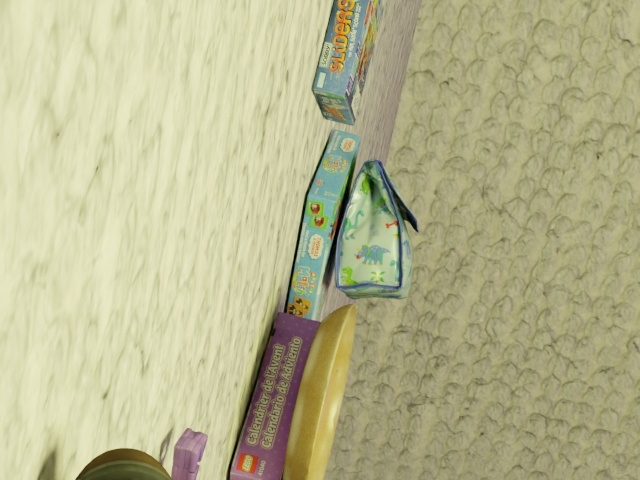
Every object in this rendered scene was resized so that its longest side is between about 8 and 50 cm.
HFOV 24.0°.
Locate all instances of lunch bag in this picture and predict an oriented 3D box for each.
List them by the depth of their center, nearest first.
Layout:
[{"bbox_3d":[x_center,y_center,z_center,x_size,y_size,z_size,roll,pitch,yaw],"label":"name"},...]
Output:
[{"bbox_3d":[0.065,-0.011,1.746,0.129,0.096,0.151,57,32,-80],"label":"lunch bag"}]

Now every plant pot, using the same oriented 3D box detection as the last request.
[{"bbox_3d":[-0.003,0.179,1.585,0.236,0.032,0.236,12,90,-84],"label":"plant pot"}]

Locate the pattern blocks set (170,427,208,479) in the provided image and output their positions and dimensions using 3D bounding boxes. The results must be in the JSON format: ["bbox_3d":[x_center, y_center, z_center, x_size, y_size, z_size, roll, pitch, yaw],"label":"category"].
[{"bbox_3d":[-0.128,0.288,1.114,0.285,0.026,0.325,-67,170,-62],"label":"pattern blocks set"}]

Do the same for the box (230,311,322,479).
[{"bbox_3d":[-0.053,0.240,1.706,0.293,0.057,0.201,97,7,-57],"label":"box"}]

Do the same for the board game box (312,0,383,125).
[{"bbox_3d":[0.031,-0.200,1.549,0.201,0.035,0.136,51,53,-84],"label":"board game box"}]

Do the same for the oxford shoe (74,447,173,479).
[{"bbox_3d":[-0.107,0.167,0.793,0.227,0.082,0.096,100,-13,-49],"label":"oxford shoe"}]

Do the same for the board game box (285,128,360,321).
[{"bbox_3d":[0.000,0.000,1.761,0.160,0.039,0.211,-70,174,-56],"label":"board game box"}]
